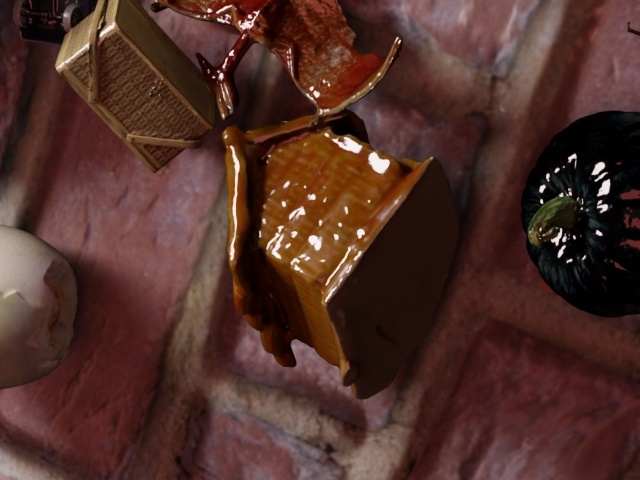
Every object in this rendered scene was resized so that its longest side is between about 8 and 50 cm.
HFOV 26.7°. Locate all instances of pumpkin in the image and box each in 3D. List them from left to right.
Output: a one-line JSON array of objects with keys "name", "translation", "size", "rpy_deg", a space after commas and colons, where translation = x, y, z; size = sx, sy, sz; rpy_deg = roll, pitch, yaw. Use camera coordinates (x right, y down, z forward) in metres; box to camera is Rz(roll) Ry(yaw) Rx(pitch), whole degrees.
[{"name": "pumpkin", "translation": [0.268, -0.026, 1.234], "size": [0.194, 0.194, 0.150], "rpy_deg": [-38, 130, 22]}]

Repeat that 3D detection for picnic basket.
[{"name": "picnic basket", "translation": [-0.182, -0.160, 1.348], "size": [0.079, 0.115, 0.164], "rpy_deg": [-36, 114, 15]}]

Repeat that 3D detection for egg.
[{"name": "egg", "translation": [-0.378, 0.070, 1.457], "size": [0.217, 0.183, 0.183], "rpy_deg": [4, 104, 8]}]

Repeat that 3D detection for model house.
[{"name": "model house", "translation": [0.001, 0.001, 1.340], "size": [0.229, 0.199, 0.219], "rpy_deg": [34, 71, 33]}]

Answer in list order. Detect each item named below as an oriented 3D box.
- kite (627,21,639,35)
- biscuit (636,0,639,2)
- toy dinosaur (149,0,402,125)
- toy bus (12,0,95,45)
[{"name": "kite", "translation": [0.330, -0.165, 1.210], "size": [0.157, 0.139, 0.011], "rpy_deg": [18, 111, -29]}, {"name": "biscuit", "translation": [0.439, -0.292, 1.177], "size": [0.217, 0.044, 0.325], "rpy_deg": [38, 112, 7]}, {"name": "toy dinosaur", "translation": [-0.066, -0.242, 1.302], "size": [0.207, 0.113, 0.327], "rpy_deg": [-30, 69, 7]}, {"name": "toy bus", "translation": [-0.270, -0.289, 1.395], "size": [0.073, 0.076, 0.167], "rpy_deg": [11, 108, 17]}]
